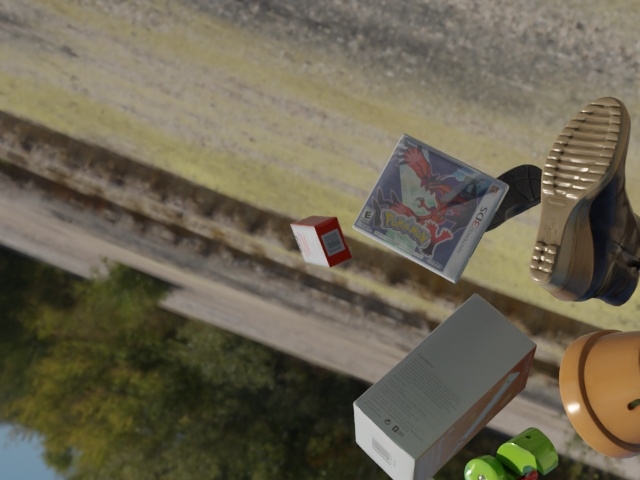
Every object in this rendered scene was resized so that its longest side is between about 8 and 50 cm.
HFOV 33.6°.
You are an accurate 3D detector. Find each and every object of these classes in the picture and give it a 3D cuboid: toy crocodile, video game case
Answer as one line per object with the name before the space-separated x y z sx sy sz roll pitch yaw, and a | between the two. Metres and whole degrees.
toy crocodile | 0.272 0.426 1.682 0.115 0.341 0.105 -10 -138 -45
video game case | 0.181 -0.055 1.757 0.201 0.184 0.023 28 179 19

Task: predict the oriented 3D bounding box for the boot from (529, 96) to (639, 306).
boot | 0.353 -0.041 1.312 0.206 0.249 0.090 11 -169 -46

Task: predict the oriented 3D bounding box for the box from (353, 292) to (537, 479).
box | 0.247 0.308 2.121 0.168 0.345 0.215 42 160 24

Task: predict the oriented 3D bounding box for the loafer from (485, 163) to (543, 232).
loafer | 0.292 -0.057 1.946 0.302 0.109 0.095 -18 162 -30

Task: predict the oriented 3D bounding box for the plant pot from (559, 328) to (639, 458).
plant pot | 0.703 0.317 2.342 0.290 0.291 0.203 24 148 -20

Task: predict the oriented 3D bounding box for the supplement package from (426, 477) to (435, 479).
supplement package | 0.167 0.504 1.452 0.199 0.198 0.262 -16 -146 -40

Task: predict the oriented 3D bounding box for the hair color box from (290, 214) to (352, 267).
hair color box | 0.000 0.000 1.675 0.072 0.043 0.141 69 165 -9
